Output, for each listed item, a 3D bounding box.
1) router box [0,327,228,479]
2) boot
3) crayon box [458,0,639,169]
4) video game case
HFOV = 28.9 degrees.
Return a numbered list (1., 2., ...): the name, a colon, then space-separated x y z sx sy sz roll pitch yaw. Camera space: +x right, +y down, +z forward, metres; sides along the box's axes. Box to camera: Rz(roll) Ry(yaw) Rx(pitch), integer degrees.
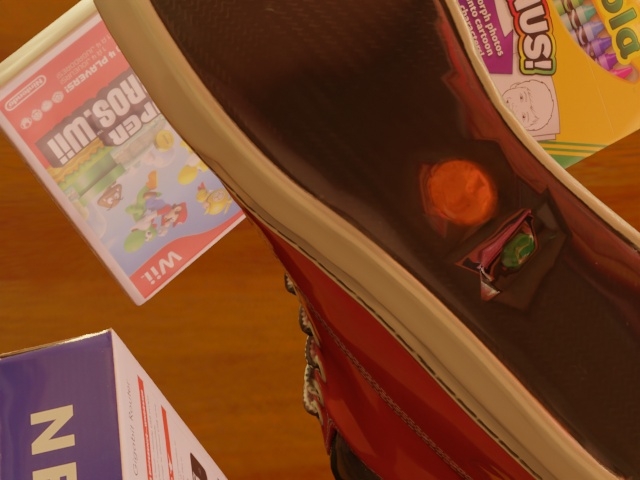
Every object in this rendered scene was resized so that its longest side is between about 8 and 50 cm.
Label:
1. router box: -0.114 0.274 0.825 0.082 0.301 0.335 -14 57 5
2. boot: 0.000 0.000 0.394 0.088 0.176 0.244 -38 85 -26
3. crayon box: 0.193 -0.248 1.362 0.313 0.106 0.363 -28 103 -18
4. video game case: -0.128 -0.088 0.996 0.204 0.285 0.025 -41 54 -11
